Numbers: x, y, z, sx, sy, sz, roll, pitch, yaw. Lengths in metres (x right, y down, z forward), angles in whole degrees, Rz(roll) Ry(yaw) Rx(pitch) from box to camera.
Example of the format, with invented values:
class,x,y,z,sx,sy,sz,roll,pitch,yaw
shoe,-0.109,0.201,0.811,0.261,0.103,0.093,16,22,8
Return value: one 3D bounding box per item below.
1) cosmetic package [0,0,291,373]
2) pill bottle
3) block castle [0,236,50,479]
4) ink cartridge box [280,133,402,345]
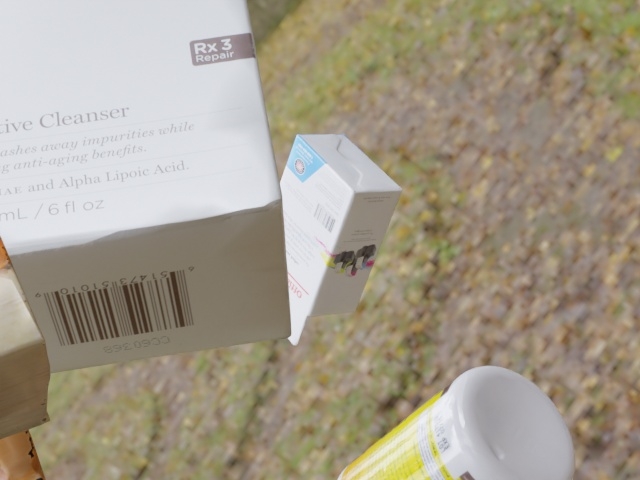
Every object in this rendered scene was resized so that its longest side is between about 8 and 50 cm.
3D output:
class,x,y,z,sx,sy,sz,roll,pitch,yaw
cosmetic package,-0.148,-0.115,1.010,0.156,0.217,0.385,88,171,-56
pill bottle,0.089,0.195,1.186,0.215,0.117,0.117,-44,15,40
block castle,-0.170,0.158,0.509,0.213,0.453,0.303,-18,-28,-15
ink cartridge box,0.000,0.000,1.479,0.104,0.061,0.181,47,128,40
